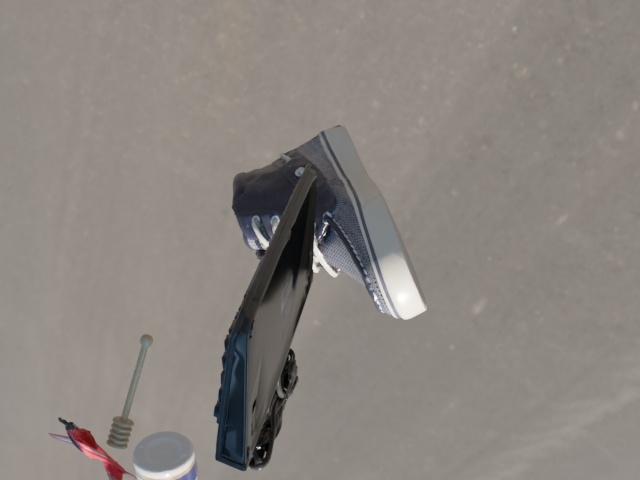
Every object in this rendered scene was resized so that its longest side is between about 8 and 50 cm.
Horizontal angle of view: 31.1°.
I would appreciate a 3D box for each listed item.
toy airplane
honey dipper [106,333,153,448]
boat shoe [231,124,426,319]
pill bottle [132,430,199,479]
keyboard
[{"bbox_3d":[-0.303,0.290,1.558,0.151,0.028,0.151,30,152,18],"label":"toy airplane"},{"bbox_3d":[-0.255,0.202,1.548,0.031,0.160,0.030,15,-172,-2],"label":"honey dipper"},{"bbox_3d":[0.000,0.000,1.244,0.158,0.340,0.127,-24,119,1],"label":"boat shoe"},{"bbox_3d":[-0.231,0.383,1.758,0.094,0.094,0.169,14,127,23],"label":"pill bottle"},{"bbox_3d":[-0.041,0.077,0.923,0.033,0.317,0.201,6,113,7],"label":"keyboard"}]
